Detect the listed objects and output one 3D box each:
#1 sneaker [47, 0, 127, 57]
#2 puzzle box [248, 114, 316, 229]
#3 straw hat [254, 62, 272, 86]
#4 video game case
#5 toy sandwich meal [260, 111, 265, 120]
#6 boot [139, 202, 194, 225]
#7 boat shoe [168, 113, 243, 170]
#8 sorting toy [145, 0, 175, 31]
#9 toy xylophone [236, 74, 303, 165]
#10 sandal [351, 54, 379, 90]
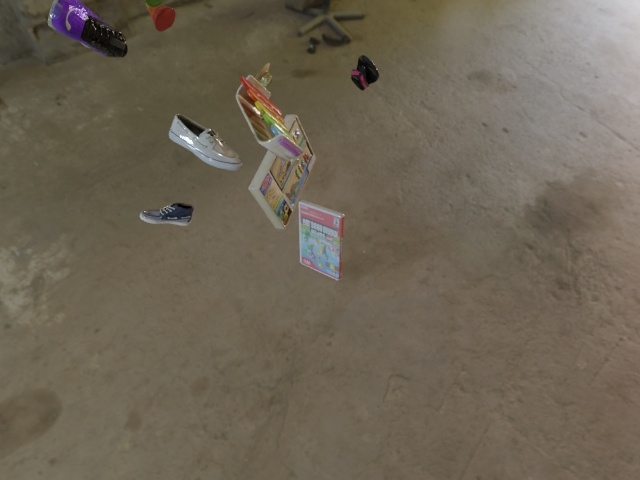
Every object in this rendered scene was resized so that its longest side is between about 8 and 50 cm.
[{"bbox_3d":[-0.636,-0.594,1.154,0.146,0.293,0.102,26,99,-10],"label":"sneaker"},{"bbox_3d":[-0.144,-0.287,1.694,0.052,0.272,0.408,7,60,26],"label":"puzzle box"},{"bbox_3d":[-0.272,-0.796,2.001,0.061,0.144,0.144,40,61,-6],"label":"straw hat"},{"bbox_3d":[0.000,0.000,1.576,0.204,0.285,0.025,22,37,33],"label":"video game case"},{"bbox_3d":[-0.229,-0.481,1.526,0.086,0.029,0.085,17,45,-18],"label":"toy sandwich meal"},{"bbox_3d":[-0.592,-0.113,1.569,0.190,0.086,0.069,3,40,-33],"label":"boot"},{"bbox_3d":[-0.314,-0.271,1.114,0.226,0.075,0.083,25,36,0],"label":"boat shoe"},{"bbox_3d":[-0.746,-1.093,1.762,0.126,0.365,0.127,42,74,5],"label":"sorting toy"},{"bbox_3d":[-0.154,-0.370,1.291,0.081,0.236,0.322,-37,67,16],"label":"toy xylophone"},{"bbox_3d":[0.104,-0.411,1.026,0.040,0.179,0.067,-44,96,-2],"label":"sandal"}]
